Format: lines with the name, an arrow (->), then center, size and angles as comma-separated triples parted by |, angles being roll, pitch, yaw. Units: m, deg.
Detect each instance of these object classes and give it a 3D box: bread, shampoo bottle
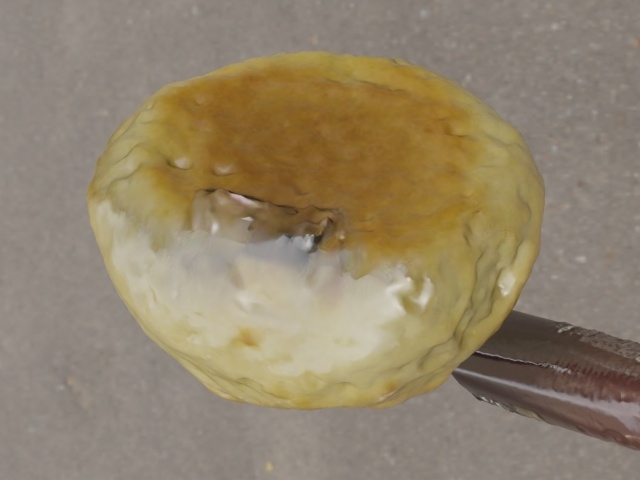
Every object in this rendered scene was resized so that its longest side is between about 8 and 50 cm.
bread -> 0.000, 0.000, 0.736 | 0.244, 0.244, 0.134 | 47, 151, 39
shampoo bottle -> 0.141, 0.083, 0.878 | 0.236, 0.067, 0.068 | 11, 139, 53
